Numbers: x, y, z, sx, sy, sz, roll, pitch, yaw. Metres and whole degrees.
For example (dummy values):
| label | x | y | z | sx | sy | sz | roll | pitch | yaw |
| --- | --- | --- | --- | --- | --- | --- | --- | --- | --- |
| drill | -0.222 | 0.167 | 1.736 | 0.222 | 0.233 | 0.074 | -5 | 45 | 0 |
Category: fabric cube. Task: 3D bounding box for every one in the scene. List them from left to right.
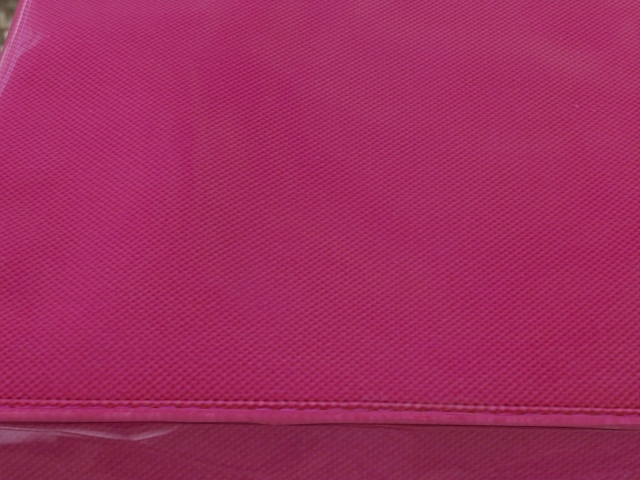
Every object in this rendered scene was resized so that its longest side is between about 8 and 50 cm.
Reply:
| label | x | y | z | sx | sy | sz | roll | pitch | yaw |
| --- | --- | --- | --- | --- | --- | --- | --- | --- | --- |
| fabric cube | 0.030 | 0.057 | 0.538 | 0.258 | 0.254 | 0.259 | -88 | -2 | -51 |
